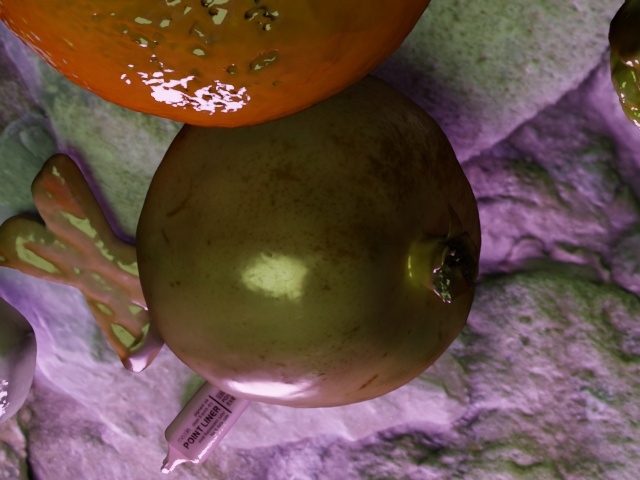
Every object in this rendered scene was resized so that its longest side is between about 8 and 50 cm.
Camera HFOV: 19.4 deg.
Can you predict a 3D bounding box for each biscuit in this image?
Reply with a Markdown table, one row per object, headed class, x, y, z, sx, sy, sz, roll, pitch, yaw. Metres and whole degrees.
| class | x | y | z | sx | sy | sz | roll | pitch | yaw |
| --- | --- | --- | --- | --- | --- | --- | --- | --- | --- |
| biscuit | -0.220 | 0.024 | 1.870 | 0.208 | 0.047 | 0.164 | 40 | 125 | -4 |

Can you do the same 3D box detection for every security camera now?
| class | x | y | z | sx | sy | sz | roll | pitch | yaw |
| --- | --- | --- | --- | --- | --- | --- | --- | --- | --- |
| security camera | -0.430 | 0.076 | 1.977 | 0.301 | 0.080 | 0.157 | 31 | 129 | 15 |

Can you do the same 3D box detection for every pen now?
| class | x | y | z | sx | sy | sz | roll | pitch | yaw |
| --- | --- | --- | --- | --- | --- | --- | --- | --- | --- |
| pen | -0.117 | 0.182 | 1.934 | 0.053 | 0.032 | 0.197 | 36 | 125 | -2 |

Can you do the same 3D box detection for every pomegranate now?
| class | x | y | z | sx | sy | sz | roll | pitch | yaw |
| --- | --- | --- | --- | --- | --- | --- | --- | --- | --- |
| pomegranate | 0.000 | 0.000 | 1.616 | 0.319 | 0.319 | 0.319 | 11 | 123 | 17 |

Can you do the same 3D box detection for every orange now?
| class | x | y | z | sx | sy | sz | roll | pitch | yaw |
| --- | --- | --- | --- | --- | --- | --- | --- | --- | --- |
| orange | -0.083 | -0.290 | 1.406 | 0.423 | 0.326 | 0.424 | -3 | 110 | -9 |

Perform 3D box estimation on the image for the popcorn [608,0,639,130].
| class | x | y | z | sx | sy | sz | roll | pitch | yaw |
| --- | --- | --- | --- | --- | --- | --- | --- | --- | --- |
| popcorn | 0.327 | -0.162 | 1.448 | 0.218 | 0.189 | 0.169 | -35 | 109 | 29 |
